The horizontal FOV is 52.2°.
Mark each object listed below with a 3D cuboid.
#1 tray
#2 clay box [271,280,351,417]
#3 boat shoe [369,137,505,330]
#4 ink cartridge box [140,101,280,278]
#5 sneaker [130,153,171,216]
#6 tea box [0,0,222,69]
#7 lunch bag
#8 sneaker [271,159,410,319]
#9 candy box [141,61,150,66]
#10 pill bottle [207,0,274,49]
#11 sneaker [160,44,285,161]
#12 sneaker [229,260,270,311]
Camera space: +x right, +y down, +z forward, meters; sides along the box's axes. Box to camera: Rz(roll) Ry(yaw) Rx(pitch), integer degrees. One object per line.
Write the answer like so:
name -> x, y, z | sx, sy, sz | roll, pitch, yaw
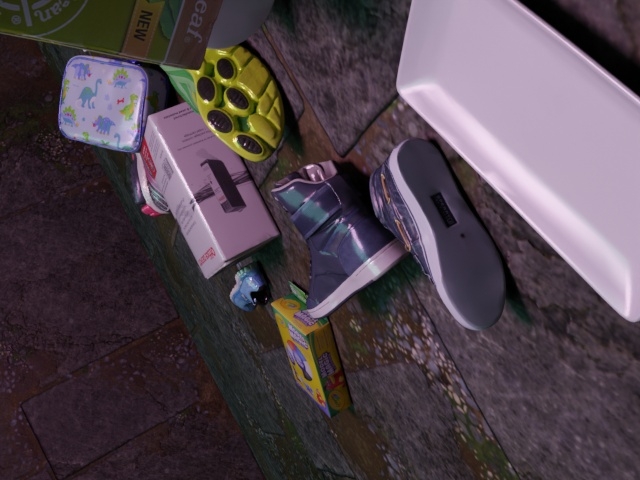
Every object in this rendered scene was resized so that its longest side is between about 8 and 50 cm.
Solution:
tray -> 0.152, -0.081, 0.448 | 0.270, 0.030, 0.145 | 52, 156, 27
clay box -> -0.020, 0.188, 1.143 | 0.127, 0.053, 0.222 | 32, 144, 53
boat shoe -> 0.107, -0.002, 0.612 | 0.183, 0.065, 0.083 | 68, 161, 6
ink cartridge box -> -0.200, -0.085, 1.150 | 0.273, 0.114, 0.197 | 63, 158, 1
sneaker -> -0.342, -0.206, 1.374 | 0.112, 0.121, 0.299 | -13, 95, 32
tea box -> -0.209, -0.330, 0.432 | 0.220, 0.323, 0.329 | 46, 123, 36
lunch bag -> -0.402, -0.268, 1.276 | 0.219, 0.090, 0.176 | 15, 102, 23
sneaker -> 0.002, -0.001, 0.797 | 0.163, 0.086, 0.226 | 50, 148, 5
candy box -> -0.344, -0.411, 1.219 | 0.105, 0.027, 0.206 | 61, 159, 1
pill bottle -> -0.168, -0.327, 0.729 | 0.265, 0.153, 0.153 | 47, 154, 35
sneaker -> -0.136, -0.216, 0.897 | 0.295, 0.109, 0.123 | 51, 179, 25
sneaker -> -0.139, 0.111, 1.319 | 0.073, 0.063, 0.162 | 52, 157, 19
